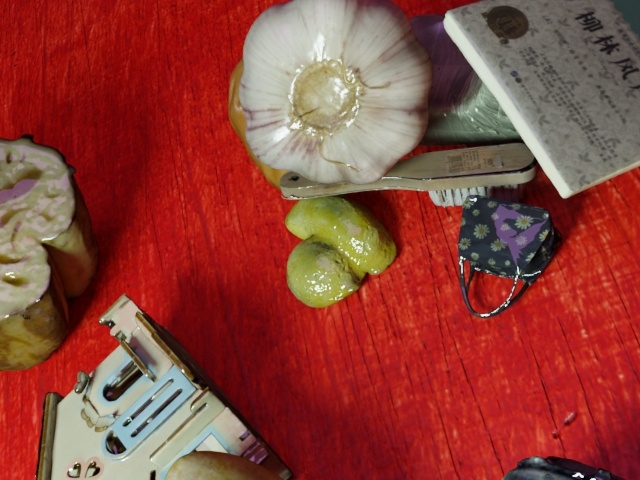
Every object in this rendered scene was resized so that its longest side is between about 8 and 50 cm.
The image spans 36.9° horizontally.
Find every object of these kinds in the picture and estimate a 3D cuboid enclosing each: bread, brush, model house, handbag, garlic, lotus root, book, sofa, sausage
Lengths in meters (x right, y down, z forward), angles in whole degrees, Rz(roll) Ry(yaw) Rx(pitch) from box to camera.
[{"bbox_3d":[0.000,0.000,1.252,0.149,0.065,0.187,-45,51,-1],"label":"bread"},{"bbox_3d":[0.110,-0.070,1.215,0.327,0.065,0.070,-3,38,13],"label":"brush"},{"bbox_3d":[-0.221,0.240,1.127,0.244,0.169,0.326,-45,50,-5],"label":"model house"},{"bbox_3d":[0.209,0.026,1.129,0.115,0.072,0.139,15,79,33],"label":"handbag"},{"bbox_3d":[0.029,-0.204,1.199,0.245,0.245,0.253,-14,17,18],"label":"garlic"},{"bbox_3d":[-0.430,0.035,1.347,0.316,0.250,0.316,-6,58,10],"label":"lotus root"},{"bbox_3d":[0.364,-0.217,1.101,0.379,0.031,0.264,-23,68,-17],"label":"book"},{"bbox_3d":[0.185,-0.246,1.252,0.225,0.176,0.210,5,60,30],"label":"sofa"},{"bbox_3d":[-0.058,-0.169,1.348,0.120,0.136,0.241,-12,42,-21],"label":"sausage"}]

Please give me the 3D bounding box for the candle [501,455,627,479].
[{"bbox_3d":[0.194,0.362,0.814,0.187,0.187,0.330,12,65,33],"label":"candle"}]

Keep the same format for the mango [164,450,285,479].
[{"bbox_3d":[-0.044,0.376,0.900,0.221,0.199,0.384,-21,66,-25],"label":"mango"}]
